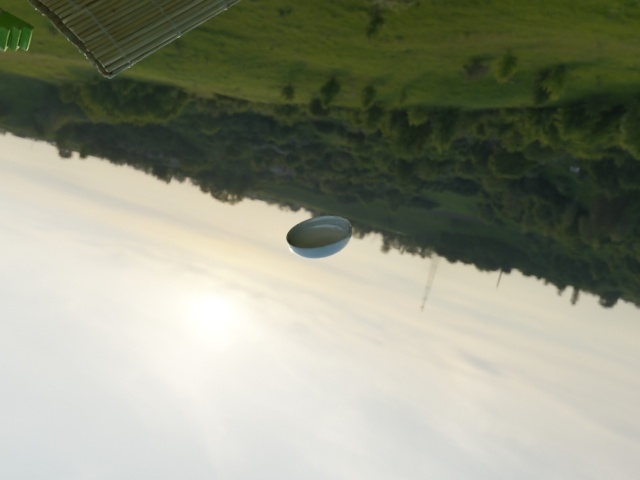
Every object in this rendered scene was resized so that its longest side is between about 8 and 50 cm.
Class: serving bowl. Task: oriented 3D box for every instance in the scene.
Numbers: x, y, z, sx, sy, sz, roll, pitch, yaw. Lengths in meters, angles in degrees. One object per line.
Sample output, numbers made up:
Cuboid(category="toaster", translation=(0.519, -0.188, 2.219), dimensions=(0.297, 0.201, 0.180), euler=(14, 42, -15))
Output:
Cuboid(category="serving bowl", translation=(0.000, 0.000, 0.795), dimensions=(0.083, 0.027, 0.083), euler=(-9, -151, 5))

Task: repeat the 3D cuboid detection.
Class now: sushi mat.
Cuboid(category="sushi mat", translation=(-0.153, -0.304, 0.697), dimensions=(0.151, 0.316, 0.019), euler=(45, 155, 7))

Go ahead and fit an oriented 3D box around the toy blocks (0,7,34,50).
Cuboid(category="toy blocks", translation=(-0.649, -0.295, 0.886), dimensions=(0.382, 0.260, 0.191), euler=(28, 140, -19))
